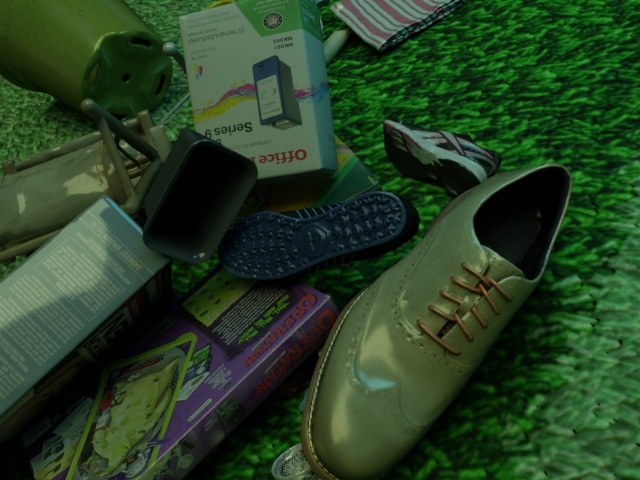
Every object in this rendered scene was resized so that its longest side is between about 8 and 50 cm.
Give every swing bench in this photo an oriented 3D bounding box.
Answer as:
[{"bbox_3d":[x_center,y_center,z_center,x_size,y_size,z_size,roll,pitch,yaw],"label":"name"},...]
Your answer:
[{"bbox_3d":[-0.368,-0.079,0.954,0.254,0.165,0.254,-20,5,5],"label":"swing bench"}]

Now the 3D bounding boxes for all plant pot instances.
[{"bbox_3d":[-0.407,-0.336,1.175,0.254,0.276,0.276,38,70,27],"label":"plant pot"}]

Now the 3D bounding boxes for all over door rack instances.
[{"bbox_3d":[-0.117,-0.267,0.987,0.240,0.108,0.324,-16,36,14],"label":"over door rack"}]

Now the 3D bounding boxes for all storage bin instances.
[{"bbox_3d":[-0.138,-0.056,0.741,0.135,0.098,0.091,-58,35,14],"label":"storage bin"}]

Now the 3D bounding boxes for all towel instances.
[{"bbox_3d":[0.132,-0.412,1.147,0.197,0.029,0.144,-33,59,-15],"label":"towel"}]

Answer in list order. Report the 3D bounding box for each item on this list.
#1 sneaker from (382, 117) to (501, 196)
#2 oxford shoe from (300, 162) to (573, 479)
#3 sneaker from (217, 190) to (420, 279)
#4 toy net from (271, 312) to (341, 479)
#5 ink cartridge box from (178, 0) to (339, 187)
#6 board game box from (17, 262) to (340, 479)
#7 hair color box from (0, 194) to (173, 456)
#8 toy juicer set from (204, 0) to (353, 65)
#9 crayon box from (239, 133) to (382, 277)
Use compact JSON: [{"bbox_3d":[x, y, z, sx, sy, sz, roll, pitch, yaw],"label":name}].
[{"bbox_3d":[0.163,-0.118,0.892,0.077,0.071,0.178,-35,55,-27],"label":"sneaker"},{"bbox_3d":[0.119,0.063,0.655,0.141,0.146,0.397,36,65,0],"label":"oxford shoe"},{"bbox_3d":[0.000,0.000,0.754,0.233,0.090,0.081,-10,80,22],"label":"sneaker"},{"bbox_3d":[-0.012,0.179,0.699,0.122,0.045,0.232,3,52,22],"label":"toy net"},{"bbox_3d":[-0.072,-0.175,0.808,0.155,0.093,0.212,-7,93,16],"label":"ink cartridge box"},{"bbox_3d":[-0.160,0.157,0.741,0.347,0.056,0.208,-42,31,-17],"label":"board game box"},{"bbox_3d":[-0.340,0.133,0.748,0.113,0.185,0.374,44,70,4],"label":"hair color box"},{"bbox_3d":[-0.078,-0.376,1.179,0.329,0.089,0.209,-1,50,19],"label":"toy juicer set"},{"bbox_3d":[-0.045,-0.087,0.919,0.165,0.081,0.278,-30,47,-7],"label":"crayon box"}]
